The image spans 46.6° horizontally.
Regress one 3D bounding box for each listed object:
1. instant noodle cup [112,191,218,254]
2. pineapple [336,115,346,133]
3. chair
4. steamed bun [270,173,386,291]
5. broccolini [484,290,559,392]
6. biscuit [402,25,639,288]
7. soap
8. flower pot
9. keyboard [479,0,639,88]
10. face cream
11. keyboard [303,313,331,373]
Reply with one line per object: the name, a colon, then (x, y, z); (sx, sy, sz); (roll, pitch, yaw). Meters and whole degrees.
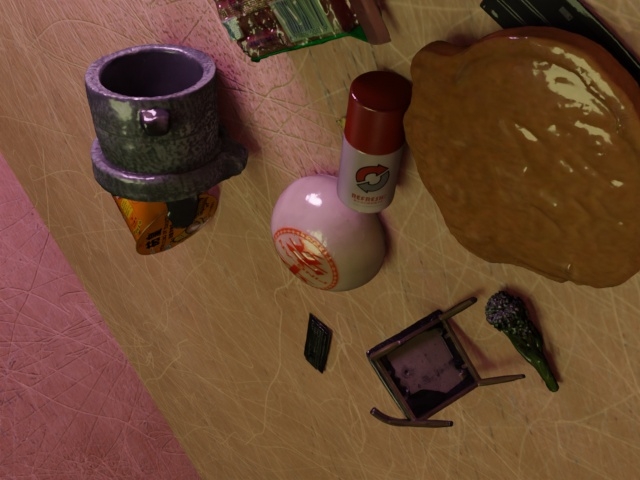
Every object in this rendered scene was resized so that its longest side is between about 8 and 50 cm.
instant noodle cup: (-0.368, -0.095, 1.697); (0.172, 0.216, 0.215); (53, 151, 14)
pineapple: (0.059, -0.189, 1.205); (0.045, 0.019, 0.083); (60, 149, -5)
chair: (0.189, 0.227, 1.303); (0.166, 0.188, 0.272); (60, 158, 9)
steamed bun: (0.000, 0.000, 1.360); (0.232, 0.145, 0.231); (33, 145, 27)
broccolini: (0.337, 0.160, 1.204); (0.202, 0.068, 0.091); (47, 166, -24)
biscuit: (0.263, -0.094, 0.964); (0.365, 0.062, 0.385); (16, 141, 45)
soap: (-0.047, -0.358, 1.083); (0.273, 0.098, 0.217); (4, 126, 51)
flower pot: (-0.290, -0.196, 1.420); (0.299, 0.299, 0.282); (30, 135, 30)
keyboard: (0.264, -0.247, 0.867); (0.381, 0.041, 0.103); (41, 148, 3)
face cream: (0.081, -0.147, 1.144); (0.096, 0.096, 0.214); (36, 146, 23)
keyboard: (-0.011, 0.249, 1.772); (0.074, 0.015, 0.196); (38, 147, 21)
